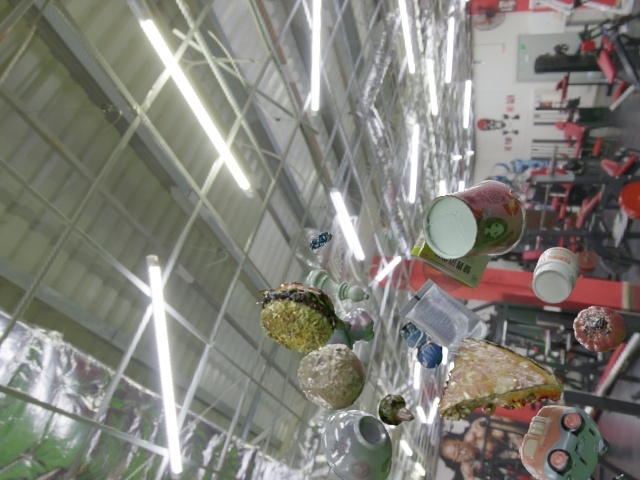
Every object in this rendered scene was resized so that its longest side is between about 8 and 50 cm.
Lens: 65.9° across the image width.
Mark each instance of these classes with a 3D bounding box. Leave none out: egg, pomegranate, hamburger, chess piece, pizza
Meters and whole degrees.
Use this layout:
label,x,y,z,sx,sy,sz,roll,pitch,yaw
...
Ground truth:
label,x,y,z,sx,sy,sz,roll,pitch,yaw
egg,0.046,0.544,1.981,0.279,0.310,0.279,5,-101,-30
pomegranate,0.328,0.726,2.109,0.125,0.163,0.138,0,-83,-68
hamburger,-0.063,0.222,1.403,0.262,0.243,0.139,61,-145,-39
chess piece,0.080,0.210,2.060,0.139,0.271,0.139,-28,-57,-54
pizza,0.544,0.499,1.684,0.406,0.440,0.130,-24,-71,-22

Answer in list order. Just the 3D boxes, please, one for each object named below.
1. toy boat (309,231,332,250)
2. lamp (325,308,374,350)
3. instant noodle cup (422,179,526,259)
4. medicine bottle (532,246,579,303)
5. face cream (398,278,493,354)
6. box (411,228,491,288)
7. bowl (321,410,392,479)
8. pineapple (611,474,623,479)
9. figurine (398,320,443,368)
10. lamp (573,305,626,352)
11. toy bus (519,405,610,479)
label,x,y,z,sx,sy,sz,roll,pitch,yaw
toy boat,0.000,0.000,2.334,0.061,0.137,0.060,12,-127,-53
lamp,0.106,0.461,2.543,0.301,0.247,0.247,-27,-38,-17
instant noodle cup,0.457,-0.054,1.497,0.231,0.243,0.243,-12,-71,-39
medicine bottle,0.841,0.123,1.765,0.252,0.144,0.145,-34,-53,-55
face cream,0.583,0.369,2.192,0.235,0.420,0.137,-44,-25,-19
box,0.464,0.033,1.717,0.175,0.260,0.062,-64,15,-8
bowl,0.187,0.849,2.108,0.157,0.345,0.345,-61,-7,33
pineapple,1.087,0.937,1.692,0.128,0.128,0.248,67,179,-51
figurine,0.299,0.304,1.450,0.086,0.149,0.087,-37,-17,-8
lamp,1.065,0.336,1.892,0.140,0.182,0.182,33,-117,-41
toy bus,0.785,0.686,1.638,0.194,0.232,0.288,43,-112,-24
